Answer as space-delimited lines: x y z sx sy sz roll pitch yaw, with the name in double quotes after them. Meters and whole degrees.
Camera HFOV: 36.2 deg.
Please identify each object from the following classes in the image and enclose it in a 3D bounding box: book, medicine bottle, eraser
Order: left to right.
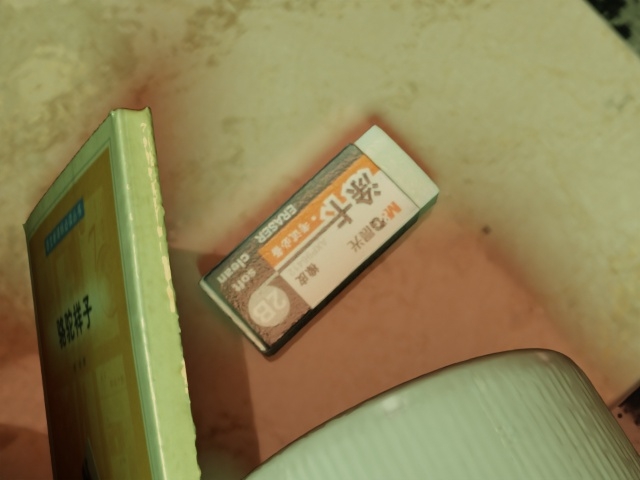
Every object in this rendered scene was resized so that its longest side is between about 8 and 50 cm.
-0.090 0.086 0.417 0.018 0.170 0.241 -3 76 -30 "book"
0.000 0.000 0.498 0.122 0.029 0.052 -42 81 -7 "eraser"
0.097 0.223 0.330 0.208 0.208 0.339 -25 63 -5 "medicine bottle"
